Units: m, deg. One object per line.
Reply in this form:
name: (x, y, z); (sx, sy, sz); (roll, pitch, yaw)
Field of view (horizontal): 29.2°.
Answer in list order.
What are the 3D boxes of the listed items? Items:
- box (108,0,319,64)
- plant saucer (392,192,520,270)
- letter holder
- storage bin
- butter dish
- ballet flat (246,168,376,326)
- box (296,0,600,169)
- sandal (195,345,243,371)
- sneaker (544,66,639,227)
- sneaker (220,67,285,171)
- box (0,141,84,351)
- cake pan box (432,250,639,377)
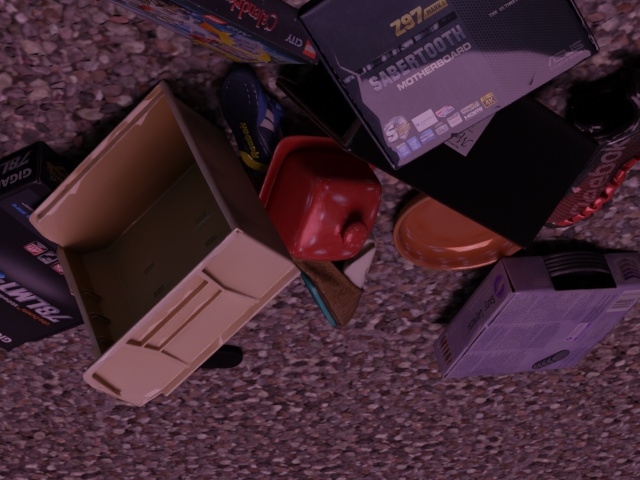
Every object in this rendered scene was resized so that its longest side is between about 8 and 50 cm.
box: (-0.128, -0.240, 1.225); (0.233, 0.044, 0.159); (21, 175, -35)
plant saucer: (0.195, -0.028, 1.665); (0.200, 0.037, 0.200); (-4, 145, -3)
letter holder: (0.127, -0.148, 1.409); (0.302, 0.214, 0.152); (26, 102, -37)
storage bin: (-0.190, 0.007, 1.399); (0.260, 0.262, 0.123); (-43, 138, 15)
butter dish: (0.013, -0.033, 1.464); (0.160, 0.118, 0.159); (1, 120, -39)
ballet flat: (0.000, 0.000, 1.633); (0.124, 0.116, 0.342); (-33, 137, 4)
box: (0.121, -0.203, 1.178); (0.233, 0.059, 0.183); (-30, 108, 12)
sandal: (-0.206, 0.185, 1.902); (0.179, 0.040, 0.067); (6, 144, -18)
sneaker: (0.334, -0.117, 1.507); (0.135, 0.097, 0.276); (16, 137, -30)
sneaker: (-0.076, -0.149, 1.437); (0.053, 0.059, 0.144); (13, 140, 25)
box: (-0.392, 0.022, 1.614); (0.293, 0.073, 0.295); (-22, 142, 19)
cake pan box: (0.329, 0.112, 1.832); (0.246, 0.070, 0.267); (-4, 148, -24)
